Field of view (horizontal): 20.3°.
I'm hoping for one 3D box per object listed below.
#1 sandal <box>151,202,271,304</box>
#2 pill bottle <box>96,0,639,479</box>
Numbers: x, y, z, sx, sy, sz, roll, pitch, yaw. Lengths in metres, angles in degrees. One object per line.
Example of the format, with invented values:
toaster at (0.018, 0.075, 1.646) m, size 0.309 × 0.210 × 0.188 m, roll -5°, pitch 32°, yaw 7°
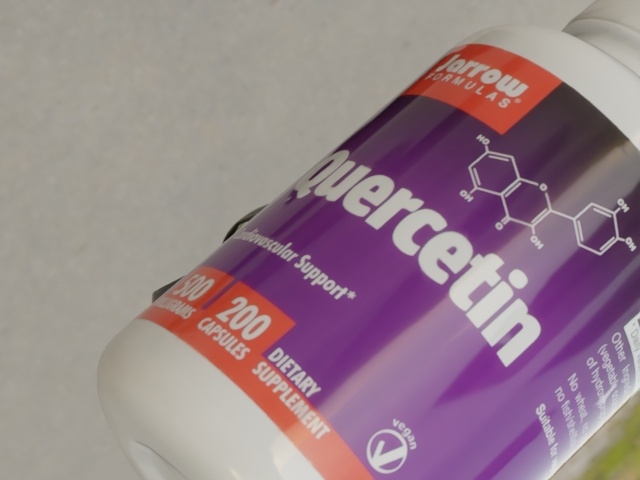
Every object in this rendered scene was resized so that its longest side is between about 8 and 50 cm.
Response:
sandal at (0.001, 0.000, 1.135) m, size 0.254 × 0.054 × 0.097 m, roll -26°, pitch 150°, yaw 28°
pill bottle at (0.065, 0.024, 0.831) m, size 0.323 × 0.181 × 0.181 m, roll -42°, pitch 163°, yaw -18°
